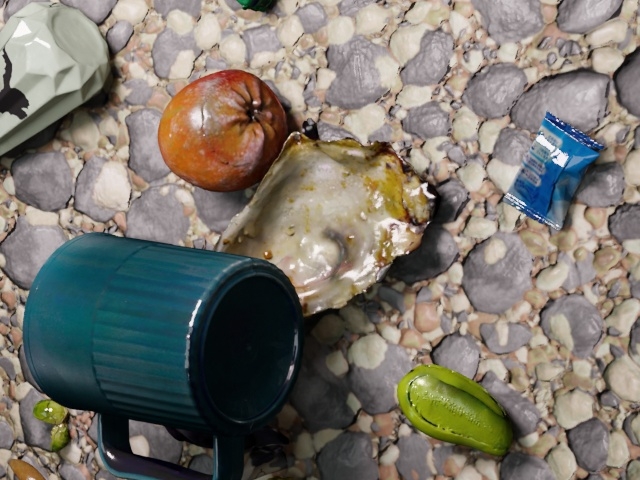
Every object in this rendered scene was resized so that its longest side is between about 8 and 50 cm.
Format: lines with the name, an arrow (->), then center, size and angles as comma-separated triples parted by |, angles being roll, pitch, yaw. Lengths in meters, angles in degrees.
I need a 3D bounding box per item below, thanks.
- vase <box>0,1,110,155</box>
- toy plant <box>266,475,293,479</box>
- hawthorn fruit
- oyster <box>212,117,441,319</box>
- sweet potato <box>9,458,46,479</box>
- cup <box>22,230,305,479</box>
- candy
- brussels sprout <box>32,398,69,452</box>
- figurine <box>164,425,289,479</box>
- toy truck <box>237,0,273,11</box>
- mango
vase -> -0.470, -0.203, 1.907 | 0.360, 0.165, 0.165 | -35, 81, 31
toy plant -> -0.059, 0.413, 1.807 | 0.093, 0.093, 0.162 | 7, 97, 27
hawthorn fruit -> -0.135, -0.143, 1.730 | 0.173, 0.173, 0.172 | 4, 99, 27
oyster -> -0.005, 0.010, 1.722 | 0.221, 0.096, 0.361 | 41, 113, 11
sweet potato -> -0.431, 0.397, 2.028 | 0.179, 0.044, 0.044 | 28, 109, 23
cup -> -0.204, 0.148, 1.642 | 0.292, 0.242, 0.307 | 5, 67, 36
candy -> 0.286, -0.082, 1.588 | 0.088, 0.038, 0.136 | 35, 121, 22
brussels sprout -> -0.415, 0.286, 2.004 | 0.051, 0.046, 0.083 | -21, 97, 24
figurine -> -0.145, 0.247, 1.807 | 0.222, 0.145, 0.145 | 50, 117, 36
toy truck -> -0.123, -0.375, 1.737 | 0.147, 0.079, 0.065 | 43, 113, 14
mango -> 0.176, 0.223, 1.669 | 0.165, 0.074, 0.091 | 32, 105, 7
